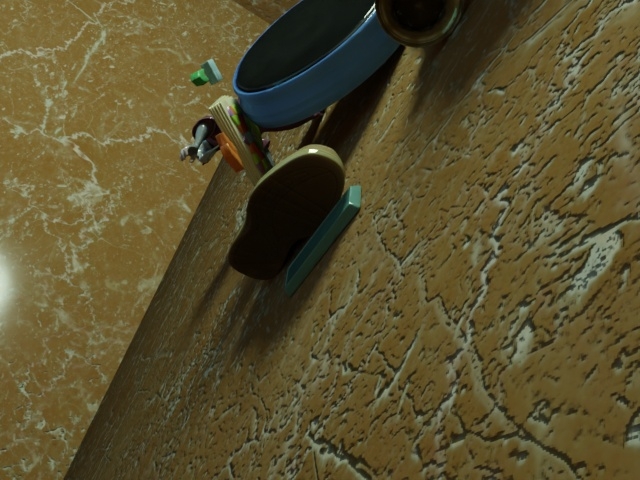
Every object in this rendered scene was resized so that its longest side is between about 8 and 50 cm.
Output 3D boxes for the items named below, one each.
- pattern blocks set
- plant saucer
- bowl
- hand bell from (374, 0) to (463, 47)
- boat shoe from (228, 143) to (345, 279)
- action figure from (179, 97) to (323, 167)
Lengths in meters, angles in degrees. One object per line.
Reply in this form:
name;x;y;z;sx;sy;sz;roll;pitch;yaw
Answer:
pattern blocks set;-0.146;-0.192;1.425;0.026;0.324;0.285;-26;25;12
plant saucer;0.000;0.000;1.096;0.192;0.018;0.067;-53;15;30
bowl;-0.004;-0.376;1.416;0.391;0.077;0.391;-28;33;20
hand bell;0.153;-0.365;1.173;0.126;0.126;0.242;-57;2;14
boat shoe;-0.057;-0.061;1.199;0.341;0.122;0.110;-46;19;50
action figure;-0.180;-0.288;1.704;0.370;0.248;0.275;-22;62;33
